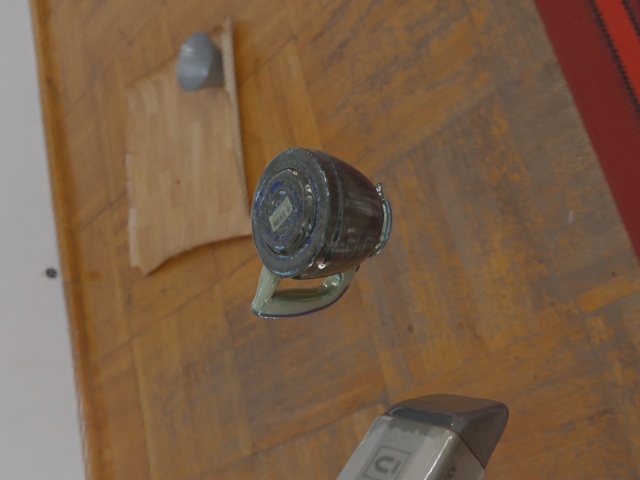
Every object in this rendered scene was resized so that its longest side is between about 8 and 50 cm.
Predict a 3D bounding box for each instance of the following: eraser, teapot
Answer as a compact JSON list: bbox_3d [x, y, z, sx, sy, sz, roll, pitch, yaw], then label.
[{"bbox_3d":[0.023,0.239,0.569,0.089,0.061,0.352,-3,43,50],"label":"eraser"},{"bbox_3d":[0.007,-0.002,0.698,0.111,0.108,0.149,4,88,52],"label":"teapot"}]
